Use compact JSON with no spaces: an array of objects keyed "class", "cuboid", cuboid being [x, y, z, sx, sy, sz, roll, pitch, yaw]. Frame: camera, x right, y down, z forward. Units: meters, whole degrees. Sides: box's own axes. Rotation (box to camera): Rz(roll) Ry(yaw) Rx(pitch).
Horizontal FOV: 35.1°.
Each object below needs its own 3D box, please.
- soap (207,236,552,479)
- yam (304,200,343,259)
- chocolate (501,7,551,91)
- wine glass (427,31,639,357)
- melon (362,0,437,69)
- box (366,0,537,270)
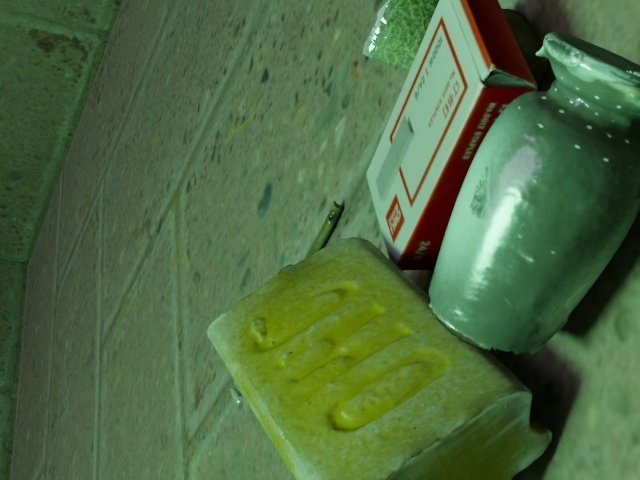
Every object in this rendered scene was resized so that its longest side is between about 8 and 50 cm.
[{"class":"soap","cuboid":[0.031,0.113,0.783,0.274,0.173,0.089,44,163,57]},{"class":"yam","cuboid":[0.000,0.000,1.131,0.014,0.014,0.107,-106,35,-48]},{"class":"chocolate","cuboid":[0.149,-0.149,0.833,0.101,0.031,0.065,-109,32,-47]},{"class":"wine glass","cuboid":[0.151,-0.029,0.667,0.204,0.111,0.111,-67,25,22]},{"class":"melon","cuboid":[0.096,-0.266,1.008,0.098,0.054,0.182,-89,20,-62]},{"class":"box","cuboid":[0.102,-0.090,0.838,0.229,0.050,0.123,112,153,-47]}]
